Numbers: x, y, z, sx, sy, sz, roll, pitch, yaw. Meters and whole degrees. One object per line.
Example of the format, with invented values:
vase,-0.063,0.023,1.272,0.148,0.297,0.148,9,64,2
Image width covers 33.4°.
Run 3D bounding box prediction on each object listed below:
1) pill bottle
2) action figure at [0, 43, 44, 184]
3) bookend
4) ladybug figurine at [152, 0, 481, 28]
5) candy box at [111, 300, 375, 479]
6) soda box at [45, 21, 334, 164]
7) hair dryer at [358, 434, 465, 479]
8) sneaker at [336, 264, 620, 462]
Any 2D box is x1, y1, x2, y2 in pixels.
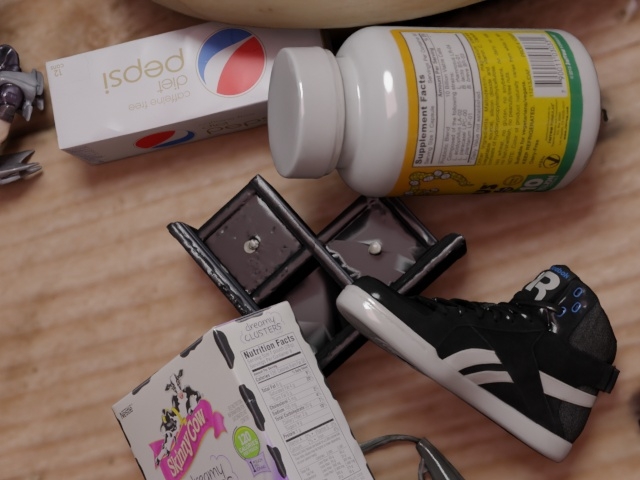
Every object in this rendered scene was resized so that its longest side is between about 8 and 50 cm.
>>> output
pill bottle,0.074,-0.089,0.738,0.208,0.117,0.118,-3,82,-17
action figure,-0.304,-0.138,0.811,0.185,0.099,0.285,-14,124,-27
bookend,0.000,0.000,0.797,0.157,0.072,0.156,-41,79,2
ladybug figurine,0.023,-0.303,0.751,0.449,0.162,0.305,-4,62,10
candy box,-0.047,0.165,0.741,0.165,0.070,0.196,-39,75,46
soda box,-0.096,-0.121,0.828,0.216,0.069,0.074,-12,82,7
hair dryer,0.140,0.257,0.742,0.293,0.080,0.224,3,83,9
sneaker,0.118,0.053,0.741,0.217,0.079,0.121,36,85,-26
